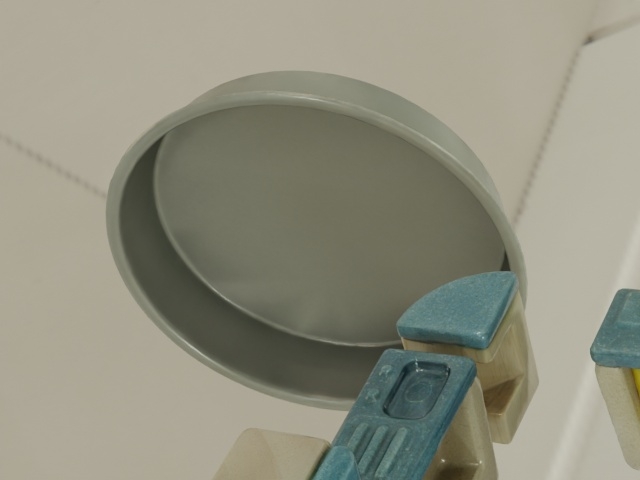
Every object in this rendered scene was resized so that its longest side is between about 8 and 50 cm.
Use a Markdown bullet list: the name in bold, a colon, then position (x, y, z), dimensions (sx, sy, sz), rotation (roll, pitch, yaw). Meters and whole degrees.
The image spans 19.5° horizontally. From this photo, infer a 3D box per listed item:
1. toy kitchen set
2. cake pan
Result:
- **toy kitchen set**: position (0.079, 0.085, 0.692), dimensions (0.207, 0.166, 0.122), rotation (-58, 143, -41)
- **cake pan**: position (0.000, 0.000, 1.276), dimensions (0.293, 0.293, 0.054), rotation (38, 42, -18)
